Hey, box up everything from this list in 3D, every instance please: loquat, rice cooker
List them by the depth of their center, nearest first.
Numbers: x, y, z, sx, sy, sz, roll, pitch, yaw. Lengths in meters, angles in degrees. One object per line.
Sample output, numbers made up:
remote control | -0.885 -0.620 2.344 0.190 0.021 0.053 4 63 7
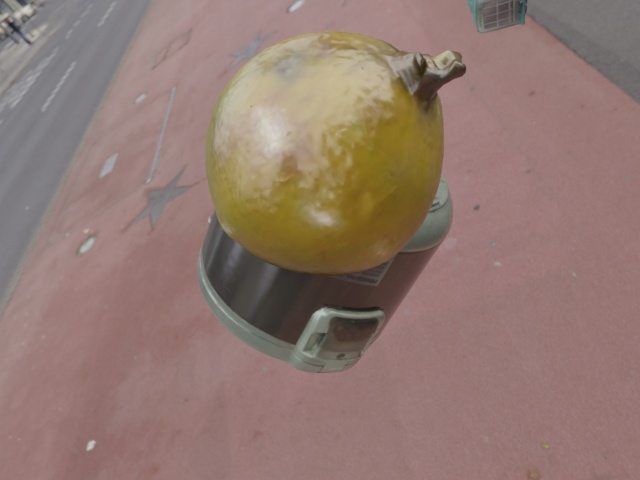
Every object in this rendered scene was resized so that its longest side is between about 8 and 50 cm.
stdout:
loquat | 0.016 -0.083 0.456 0.246 0.213 0.213 -34 32 39
rice cooker | 0.000 0.000 0.789 0.335 0.335 0.325 -101 31 -51

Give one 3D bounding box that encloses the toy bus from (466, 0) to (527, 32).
toy bus | 0.270 -0.456 0.869 0.109 0.091 0.261 -13 58 11
